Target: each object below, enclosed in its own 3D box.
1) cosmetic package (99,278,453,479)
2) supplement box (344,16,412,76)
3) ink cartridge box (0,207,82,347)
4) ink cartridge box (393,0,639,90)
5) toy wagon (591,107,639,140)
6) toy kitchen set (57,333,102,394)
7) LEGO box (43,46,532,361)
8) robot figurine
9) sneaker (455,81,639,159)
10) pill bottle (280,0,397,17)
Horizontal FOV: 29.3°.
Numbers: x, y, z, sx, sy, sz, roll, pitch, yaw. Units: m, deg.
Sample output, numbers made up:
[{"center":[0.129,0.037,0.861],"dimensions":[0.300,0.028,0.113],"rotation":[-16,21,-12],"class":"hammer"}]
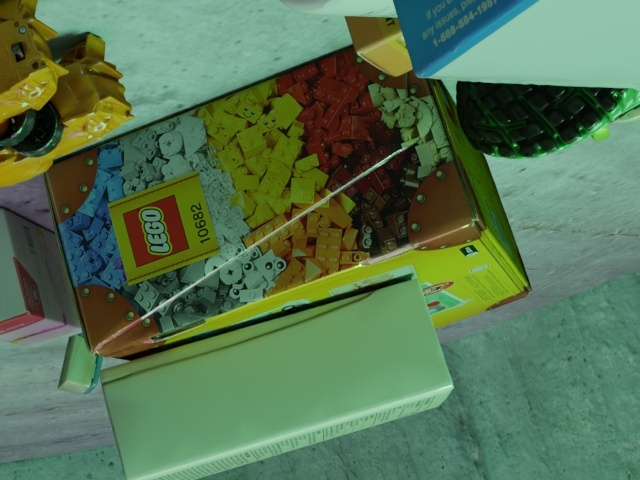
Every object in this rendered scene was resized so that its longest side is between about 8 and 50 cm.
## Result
[{"center":[-0.040,0.144,1.178],"dimensions":[0.309,0.113,0.160],"rotation":[-17,166,-5],"class":"cosmetic package"},{"center":[0.130,-0.205,0.889],"dimensions":[0.233,0.078,0.080],"rotation":[-23,163,20],"class":"supplement box"},{"center":[-0.309,0.047,1.289],"dimensions":[0.067,0.115,0.198],"rotation":[-19,166,6],"class":"ink cartridge box"},{"center":[0.118,-0.206,0.518],"dimensions":[0.168,0.233,0.171],"rotation":[-4,162,-39],"class":"ink cartridge box"},{"center":[0.417,-0.189,1.350],"dimensions":[0.267,0.068,0.344],"rotation":[-19,168,10],"class":"toy wagon"},{"center":[-0.234,0.135,1.611],"dimensions":[0.166,0.122,0.207],"rotation":[16,155,-18],"class":"toy kitchen set"},{"center":[0.000,0.000,1.307],"dimensions":[0.372,0.193,0.500],"rotation":[-20,166,11],"class":"LEGO box"},{"center":[-0.294,-0.073,0.879],"dimensions":[0.291,0.085,0.211],"rotation":[-20,166,11],"class":"robot figurine"},{"center":[0.282,-0.167,1.115],"dimensions":[0.343,0.134,0.146],"rotation":[-24,166,25],"class":"sneaker"},{"center":[0.080,-0.198,0.729],"dimensions":[0.229,0.131,0.131],"rotation":[-7,164,-39],"class":"pill bottle"}]
